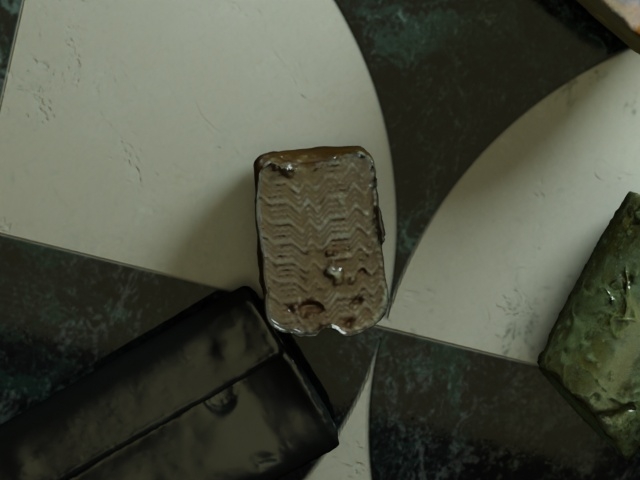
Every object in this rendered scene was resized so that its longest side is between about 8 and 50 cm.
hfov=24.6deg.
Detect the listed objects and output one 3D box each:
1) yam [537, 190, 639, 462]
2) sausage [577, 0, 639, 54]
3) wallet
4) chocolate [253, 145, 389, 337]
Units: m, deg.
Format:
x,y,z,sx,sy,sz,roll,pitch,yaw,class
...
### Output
x,y,z,sx,sy,sz,roll,pitch,yaw,class
0.363,0.091,1.686,0.168,0.168,0.304,27,98,-7,yam
0.384,-0.355,1.568,0.233,0.233,0.287,37,98,-8,sausage
-0.201,0.245,1.743,0.406,0.062,0.228,-30,100,4,wallet
0.000,0.000,1.690,0.148,0.093,0.214,-4,100,0,chocolate
